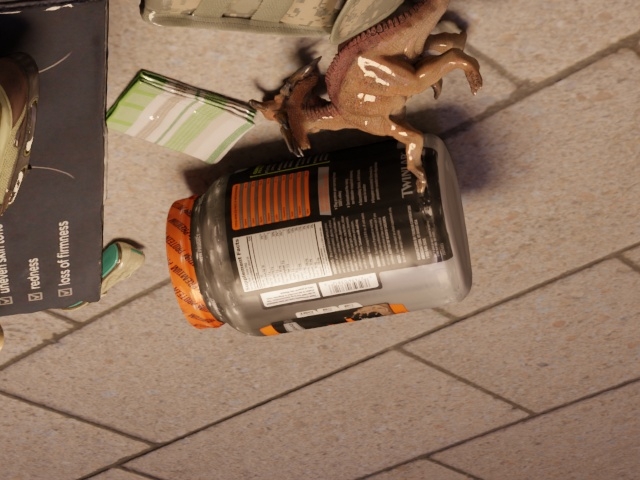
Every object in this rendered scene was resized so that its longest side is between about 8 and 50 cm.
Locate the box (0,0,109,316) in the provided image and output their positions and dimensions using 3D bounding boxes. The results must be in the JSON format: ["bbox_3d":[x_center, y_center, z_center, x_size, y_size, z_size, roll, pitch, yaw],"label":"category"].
[{"bbox_3d":[-0.444,-0.139,1.136,0.471,0.297,0.480,-10,151,-16],"label":"box"}]

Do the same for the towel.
[{"bbox_3d":[-0.162,-0.136,1.509,0.152,0.023,0.113,16,143,-29],"label":"towel"}]

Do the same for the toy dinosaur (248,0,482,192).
[{"bbox_3d":[0.046,-0.172,1.384,0.200,0.127,0.296,13,140,-13],"label":"toy dinosaur"}]

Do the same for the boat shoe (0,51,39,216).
[{"bbox_3d":[-0.255,-0.058,1.001,0.073,0.080,0.223,-37,167,-37],"label":"boat shoe"}]

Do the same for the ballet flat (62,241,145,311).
[{"bbox_3d":[-0.298,0.055,1.785,0.052,0.057,0.168,12,147,-42],"label":"ballet flat"}]

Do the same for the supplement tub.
[{"bbox_3d":[0.000,0.000,1.574,0.337,0.207,0.207,-10,148,12],"label":"supplement tub"}]

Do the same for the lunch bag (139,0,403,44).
[{"bbox_3d":[0.000,-0.297,1.124,0.287,0.169,0.235,2,146,-23],"label":"lunch bag"}]

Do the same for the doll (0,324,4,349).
[{"bbox_3d":[-0.393,0.087,1.218,0.189,0.046,0.129,9,132,-36],"label":"doll"}]
